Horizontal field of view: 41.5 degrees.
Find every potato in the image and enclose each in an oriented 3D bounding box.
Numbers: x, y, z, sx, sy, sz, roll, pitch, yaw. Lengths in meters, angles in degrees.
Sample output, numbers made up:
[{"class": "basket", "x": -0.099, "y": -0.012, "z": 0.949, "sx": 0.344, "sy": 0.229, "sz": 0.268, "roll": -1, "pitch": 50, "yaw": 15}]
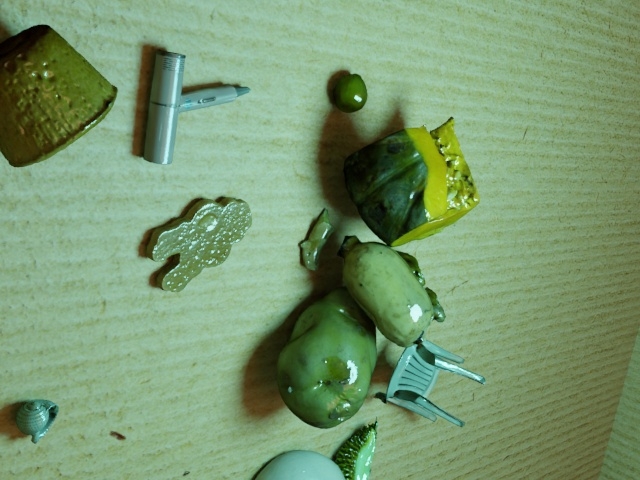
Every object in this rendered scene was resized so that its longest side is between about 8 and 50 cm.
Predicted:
[{"class": "potato", "x": 0.030, "y": 0.248, "z": 1.870, "sx": 0.218, "sy": 0.202, "sz": 0.351, "roll": 45, "pitch": 44, "yaw": -21}]

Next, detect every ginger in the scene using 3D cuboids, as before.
[{"class": "ginger", "x": -0.004, "y": -0.003, "z": 1.860, "sx": 0.137, "sy": 0.044, "sz": 0.057, "roll": -64, "pitch": 156, "yaw": -2}]

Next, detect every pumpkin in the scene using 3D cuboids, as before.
[{"class": "pumpkin", "x": 0.193, "y": -0.123, "z": 1.823, "sx": 0.303, "sy": 0.256, "sz": 0.225, "roll": -13, "pitch": 77, "yaw": -47}]

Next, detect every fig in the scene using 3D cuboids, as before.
[{"class": "fig", "x": 0.065, "y": -0.315, "z": 1.780, "sx": 0.074, "sy": 0.074, "sz": 0.088, "roll": 38, "pitch": 60, "yaw": -47}]

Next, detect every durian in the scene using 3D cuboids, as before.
[{"class": "durian", "x": 0.088, "y": 0.560, "z": 2.153, "sx": 0.137, "sy": 0.096, "sz": 0.220, "roll": 100, "pitch": 13, "yaw": -64}]

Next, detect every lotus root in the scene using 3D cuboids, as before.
[{"class": "lotus root", "x": 0.142, "y": 0.102, "z": 1.834, "sx": 0.146, "sy": 0.284, "sz": 0.160, "roll": -40, "pitch": 173, "yaw": -12}]

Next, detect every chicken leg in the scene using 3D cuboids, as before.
[{"class": "chicken leg", "x": 0.209, "y": 0.128, "z": 2.085, "sx": 0.361, "sy": 0.140, "sz": 0.211, "roll": -9, "pitch": 100, "yaw": -68}]

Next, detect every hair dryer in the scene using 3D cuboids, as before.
[{"class": "hair dryer", "x": -0.222, "y": -0.237, "z": 1.539, "sx": 0.220, "sy": 0.054, "sz": 0.195, "roll": -7, "pitch": 112, "yaw": -52}]

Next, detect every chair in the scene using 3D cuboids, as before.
[{"class": "chair", "x": 0.271, "y": 0.358, "z": 2.195, "sx": 0.275, "sy": 0.190, "sz": 0.203, "roll": 26, "pitch": 86, "yaw": -20}]

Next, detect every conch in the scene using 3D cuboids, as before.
[{"class": "conch", "x": -0.496, "y": 0.307, "z": 1.469, "sx": 0.076, "sy": 0.057, "sz": 0.085, "roll": -37, "pitch": 162, "yaw": -52}]

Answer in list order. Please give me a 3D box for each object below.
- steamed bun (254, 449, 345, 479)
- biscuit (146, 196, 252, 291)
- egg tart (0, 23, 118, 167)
[{"class": "steamed bun", "x": -0.041, "y": 0.641, "z": 1.986, "sx": 0.283, "sy": 0.177, "sz": 0.283, "roll": -20, "pitch": 120, "yaw": -39}, {"class": "biscuit", "x": -0.230, "y": -0.004, "z": 1.629, "sx": 0.236, "sy": 0.040, "sz": 0.144, "roll": -37, "pitch": 136, "yaw": -32}, {"class": "egg tart", "x": -0.414, "y": -0.221, "z": 1.237, "sx": 0.202, "sy": 0.203, "sz": 0.147, "roll": -45, "pitch": 124, "yaw": -24}]
